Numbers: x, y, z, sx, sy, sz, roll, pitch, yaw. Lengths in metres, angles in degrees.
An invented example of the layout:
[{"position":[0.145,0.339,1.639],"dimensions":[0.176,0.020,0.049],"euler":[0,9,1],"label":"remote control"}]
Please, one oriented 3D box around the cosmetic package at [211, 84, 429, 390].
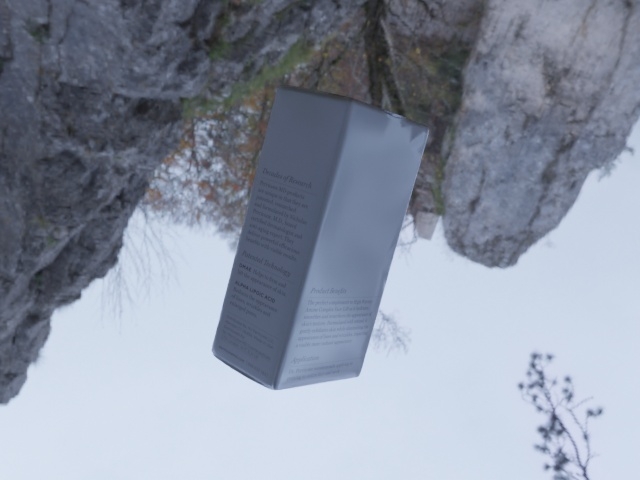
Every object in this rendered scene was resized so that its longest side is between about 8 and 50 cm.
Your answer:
[{"position":[0.000,0.000,0.549],"dimensions":[0.086,0.231,0.117],"euler":[19,-172,38],"label":"cosmetic package"}]
